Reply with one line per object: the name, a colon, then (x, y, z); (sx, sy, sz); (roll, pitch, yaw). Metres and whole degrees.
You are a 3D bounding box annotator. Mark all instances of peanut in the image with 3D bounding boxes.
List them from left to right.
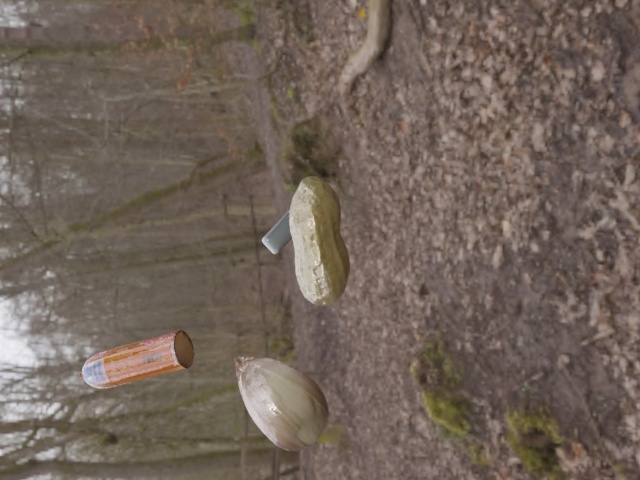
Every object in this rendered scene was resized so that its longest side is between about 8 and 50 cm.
peanut: (0.000, 0.000, 1.273); (0.090, 0.098, 0.215); (1, 101, 55)

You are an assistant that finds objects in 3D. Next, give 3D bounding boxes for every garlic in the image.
garlic: (-0.063, 0.277, 1.349); (0.115, 0.207, 0.128); (-40, 6, 25)

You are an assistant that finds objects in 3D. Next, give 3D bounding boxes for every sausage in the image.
sausage: (-0.349, 0.225, 1.418); (0.071, 0.234, 0.071); (-16, -90, -72)

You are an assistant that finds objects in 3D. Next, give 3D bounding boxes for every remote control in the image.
remote control: (-0.058, -0.048, 1.757); (0.184, 0.050, 0.027); (-49, 16, -22)
